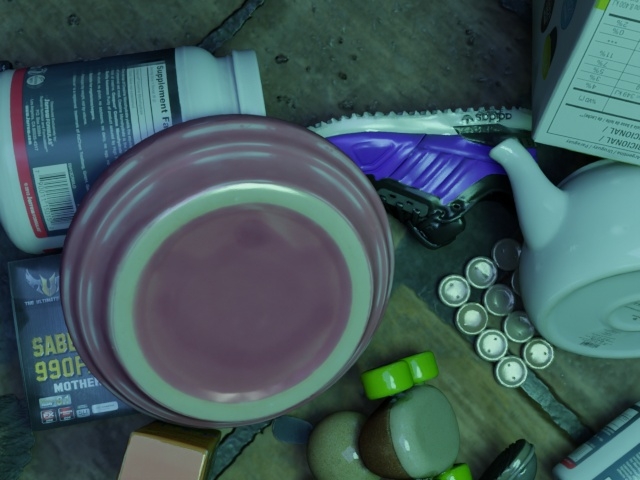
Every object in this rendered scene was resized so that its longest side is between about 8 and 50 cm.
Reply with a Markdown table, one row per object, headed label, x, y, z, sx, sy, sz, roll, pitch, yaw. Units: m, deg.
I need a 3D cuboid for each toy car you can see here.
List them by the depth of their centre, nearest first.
| label | x | y | z | sx | sy | sz | roll | pitch | yaw |
| --- | --- | --- | --- | --- | --- | --- | --- | --- | --- |
| toy car | 0.043 | 0.220 | 1.158 | 0.188 | 0.149 | 0.155 | -20 | 83 | 25 |

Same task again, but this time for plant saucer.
| label | x | y | z | sx | sy | sz | roll | pitch | yaw |
| --- | --- | --- | --- | --- | --- | --- | --- | --- | --- |
| plant saucer | -0.080 | 0.047 | 1.046 | 0.332 | 0.084 | 0.332 | -6 | 114 | -13 |

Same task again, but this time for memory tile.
| label | x | y | z | sx | sy | sz | roll | pitch | yaw |
| --- | --- | --- | --- | --- | --- | --- | --- | --- | --- |
| memory tile | 0.210 | 0.081 | 1.212 | 0.113 | 0.012 | 0.148 | -35 | 89 | -4 |

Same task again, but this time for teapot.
| label | x | y | z | sx | sy | sz | roll | pitch | yaw |
| --- | --- | --- | --- | --- | --- | --- | --- | --- | --- |
| teapot | 0.326 | -0.002 | 1.134 | 0.252 | 0.256 | 0.187 | -10 | 57 | 15 |

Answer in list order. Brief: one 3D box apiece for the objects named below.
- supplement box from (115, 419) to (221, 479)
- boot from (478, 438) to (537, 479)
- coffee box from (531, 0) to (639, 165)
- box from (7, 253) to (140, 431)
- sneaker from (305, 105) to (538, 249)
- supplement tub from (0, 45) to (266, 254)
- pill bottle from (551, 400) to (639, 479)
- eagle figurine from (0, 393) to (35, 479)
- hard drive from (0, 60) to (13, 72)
| label | x | y | z | sx | sy | sz | roll | pitch | yaw |
| --- | --- | --- | --- | --- | --- | --- | --- | --- | --- |
| supplement box | -0.148 | 0.224 | 1.075 | 0.078 | 0.233 | 0.080 | 14 | 82 | -1 |
| boot | 0.245 | 0.331 | 1.151 | 0.208 | 0.076 | 0.190 | 33 | 115 | 7 |
| coffee box | 0.409 | -0.280 | 1.029 | 0.338 | 0.334 | 0.338 | 12 | 50 | -2 |
| box | -0.205 | 0.095 | 1.170 | 0.231 | 0.056 | 0.183 | -8 | 87 | -3 |
| sneaker | 0.097 | -0.061 | 1.172 | 0.293 | 0.102 | 0.146 | -5 | 87 | -3 |
| supplement tub | -0.190 | -0.095 | 1.116 | 0.272 | 0.191 | 0.191 | -8 | 86 | -3 |
| pill bottle | 0.349 | 0.234 | 1.159 | 0.180 | 0.108 | 0.108 | -36 | 88 | -4 |
| eagle figurine | -0.471 | 0.217 | 1.087 | 0.298 | 0.226 | 0.225 | -35 | 68 | 0 |
| hard drive | -0.381 | -0.126 | 1.194 | 0.094 | 0.022 | 0.135 | -6 | 86 | -3 |
